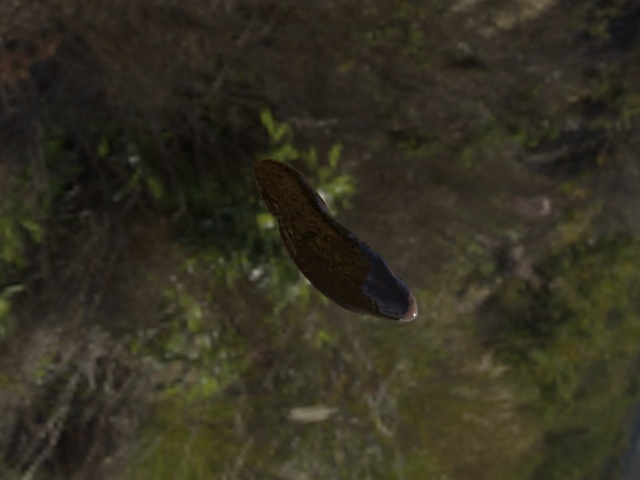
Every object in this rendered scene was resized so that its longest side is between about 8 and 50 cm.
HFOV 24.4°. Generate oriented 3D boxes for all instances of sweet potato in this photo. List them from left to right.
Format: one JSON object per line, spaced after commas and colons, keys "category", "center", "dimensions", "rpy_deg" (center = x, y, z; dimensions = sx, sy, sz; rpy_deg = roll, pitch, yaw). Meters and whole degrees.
{"category": "sweet potato", "center": [-0.001, -0.001, 1.112], "dimensions": [0.182, 0.054, 0.053], "rpy_deg": [48, -1, 25]}
